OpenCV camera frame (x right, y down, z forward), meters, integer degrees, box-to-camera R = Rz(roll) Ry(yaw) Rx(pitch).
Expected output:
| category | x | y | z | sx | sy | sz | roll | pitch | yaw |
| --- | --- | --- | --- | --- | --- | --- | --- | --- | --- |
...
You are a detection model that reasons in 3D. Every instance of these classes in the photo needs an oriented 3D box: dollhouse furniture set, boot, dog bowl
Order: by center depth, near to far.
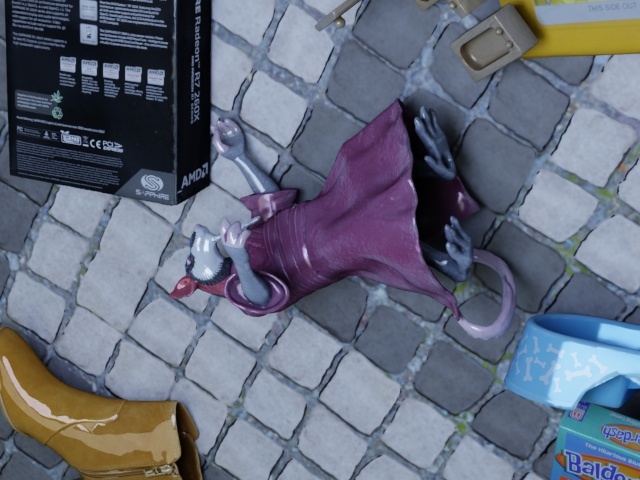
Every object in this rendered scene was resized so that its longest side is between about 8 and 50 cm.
| category | x | y | z | sx | sy | sz | roll | pitch | yaw |
| --- | --- | --- | --- | --- | --- | --- | --- | --- | --- |
| dollhouse furniture set | 0.106 | -0.211 | 1.696 | 0.151 | 0.123 | 0.144 | 53 | 159 | -4 |
| dog bowl | 0.341 | 0.138 | 1.729 | 0.297 | 0.166 | 0.074 | 11 | 100 | 21 |
| boot | -0.270 | 0.217 | 2.078 | 0.211 | 0.104 | 0.295 | -17 | 105 | 23 |

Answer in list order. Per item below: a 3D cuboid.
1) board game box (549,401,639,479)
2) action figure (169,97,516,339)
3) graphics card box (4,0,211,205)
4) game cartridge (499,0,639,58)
| category | x | y | z | sx | sy | sz | roll | pitch | yaw |
| --- | --- | --- | --- | --- | --- | --- | --- | --- | --- |
| board game box | 0.327 | 0.272 | 1.793 | 0.160 | 0.047 | 0.210 | 20 | 141 | 18 |
| action figure | 0.000 | 0.000 | 1.848 | 0.370 | 0.248 | 0.276 | -24 | 124 | 29 |
| graphics card box | -0.242 | -0.239 | 1.897 | 0.232 | 0.094 | 0.371 | 9 | 111 | 21 |
| game cartridge | 0.290 | -0.314 | 1.577 | 0.323 | 0.052 | 0.285 | 4 | 117 | 46 |
